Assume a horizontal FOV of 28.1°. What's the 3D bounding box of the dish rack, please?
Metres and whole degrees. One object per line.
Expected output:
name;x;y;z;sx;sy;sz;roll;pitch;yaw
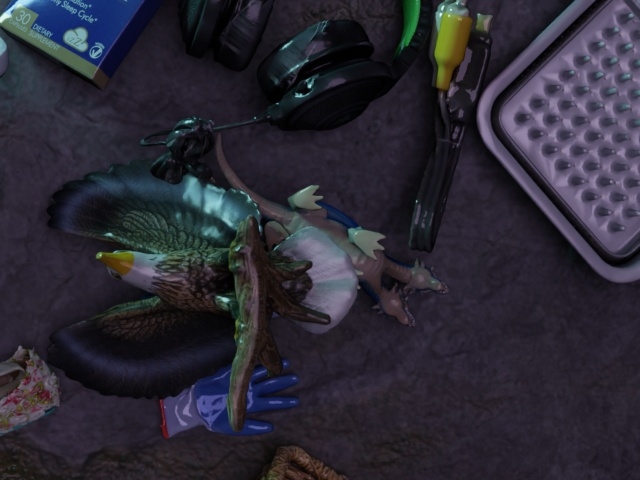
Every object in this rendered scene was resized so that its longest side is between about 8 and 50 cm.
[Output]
dish rack;0.352;-0.148;1.454;0.333;0.072;0.285;-44;101;-9

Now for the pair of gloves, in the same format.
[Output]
pair of gloves;-0.109;0.118;1.371;0.159;0.023;0.198;-11;94;-13

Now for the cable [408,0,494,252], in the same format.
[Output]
cable;0.127;-0.131;1.378;0.072;0.139;0.287;17;90;5

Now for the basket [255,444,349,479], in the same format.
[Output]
basket;0.031;0.383;1.309;0.299;0.213;0.223;39;83;-11

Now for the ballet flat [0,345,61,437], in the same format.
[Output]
ballet flat;-0.369;0.175;1.258;0.241;0.091;0.077;-29;123;-31

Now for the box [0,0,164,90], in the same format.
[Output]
box;-0.213;-0.278;1.302;0.136;0.036;0.225;30;81;22

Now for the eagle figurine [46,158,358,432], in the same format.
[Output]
eagle figurine;-0.139;0.040;1.256;0.226;0.298;0.225;-50;117;-25

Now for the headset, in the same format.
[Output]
headset;-0.038;-0.209;1.290;0.243;0.185;0.394;39;68;-3

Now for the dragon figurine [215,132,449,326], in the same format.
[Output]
dragon figurine;0.000;0.000;1.363;0.289;0.144;0.085;30;85;7

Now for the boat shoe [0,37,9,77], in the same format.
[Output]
boat shoe;-0.450;-0.129;1.249;0.301;0.108;0.102;-17;127;-17
